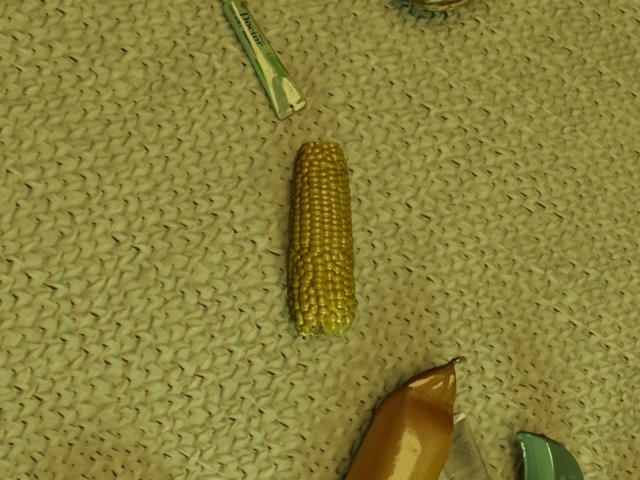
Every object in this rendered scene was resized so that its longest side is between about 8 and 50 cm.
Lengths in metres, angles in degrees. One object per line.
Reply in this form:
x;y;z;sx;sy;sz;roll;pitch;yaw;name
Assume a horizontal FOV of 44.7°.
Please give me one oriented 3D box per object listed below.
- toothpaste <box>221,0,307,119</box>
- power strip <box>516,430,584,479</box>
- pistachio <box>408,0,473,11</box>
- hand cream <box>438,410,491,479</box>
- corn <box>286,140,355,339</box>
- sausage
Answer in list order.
-0.084;-0.259;1.061;0.048;0.029;0.197;-31;93;-13;toothpaste
0.269;0.385;1.009;0.167;0.054;0.253;33;75;-30;power strip
0.196;-0.444;1.078;0.213;0.163;0.260;4;87;14;pistachio
0.190;0.311;1.041;0.084;0.053;0.142;-23;73;-14;hand cream
0.000;-0.001;1.016;0.091;0.091;0.260;0;78;-9;corn
0.097;0.289;0.990;0.112;0.112;0.328;28;78;-7;sausage
